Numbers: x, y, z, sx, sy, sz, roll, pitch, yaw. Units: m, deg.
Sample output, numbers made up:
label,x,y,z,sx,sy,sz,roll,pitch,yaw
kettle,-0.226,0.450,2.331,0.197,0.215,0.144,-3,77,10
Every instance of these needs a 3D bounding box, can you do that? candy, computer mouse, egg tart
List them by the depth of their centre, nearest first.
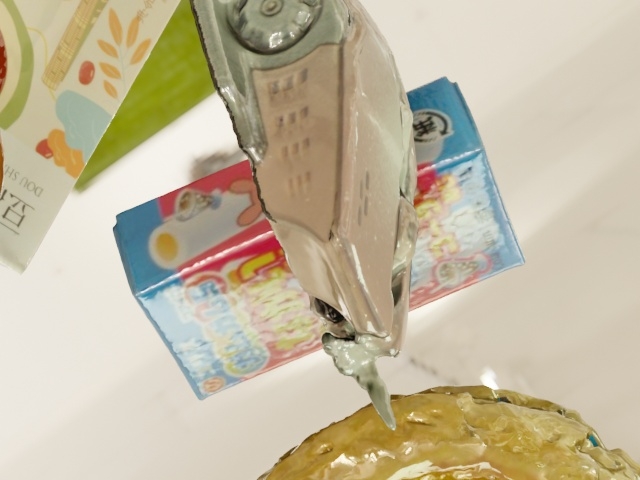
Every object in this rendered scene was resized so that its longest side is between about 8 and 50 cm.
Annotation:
label,x,y,z,sx,sy,sz,roll,pitch,yaw
computer mouse,0.014,-0.059,1.250,0.115,0.389,0.199,-24,152,10
egg tart,0.091,0.271,1.385,0.388,0.388,0.169,-35,-159,3
candy,0.000,0.001,1.512,0.306,0.157,0.100,-22,-133,4

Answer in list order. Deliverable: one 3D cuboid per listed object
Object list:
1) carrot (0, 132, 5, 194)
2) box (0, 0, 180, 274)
label,x,y,z,sx,sy,sz,roll,pitch,yaw
carrot,-0.229,0.052,1.070,0.069,0.336,0.069,7,-178,0
box,-0.336,-0.219,1.748,0.122,0.344,0.385,19,-103,47
